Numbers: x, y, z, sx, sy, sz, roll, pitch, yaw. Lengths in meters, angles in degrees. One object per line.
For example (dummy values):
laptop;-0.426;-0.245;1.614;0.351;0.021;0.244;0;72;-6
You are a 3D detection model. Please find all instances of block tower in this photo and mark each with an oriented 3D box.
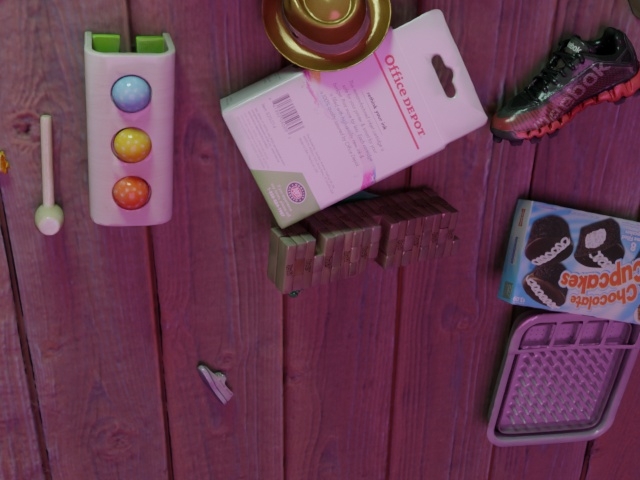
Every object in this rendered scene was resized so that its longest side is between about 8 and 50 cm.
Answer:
block tower;0.072;-0.005;1.598;0.336;0.091;0.097;-11;124;-28

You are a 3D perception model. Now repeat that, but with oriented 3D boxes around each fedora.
fedora;0.004;-0.336;1.383;0.194;0.194;0.079;-25;167;1

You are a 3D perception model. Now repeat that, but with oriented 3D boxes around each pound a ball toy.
pound a ball toy;-0.320;-0.138;1.445;0.208;0.135;0.319;-2;121;-14

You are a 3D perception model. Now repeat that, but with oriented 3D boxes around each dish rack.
dish rack;0.474;0.260;1.947;0.286;0.072;0.332;-1;121;-15

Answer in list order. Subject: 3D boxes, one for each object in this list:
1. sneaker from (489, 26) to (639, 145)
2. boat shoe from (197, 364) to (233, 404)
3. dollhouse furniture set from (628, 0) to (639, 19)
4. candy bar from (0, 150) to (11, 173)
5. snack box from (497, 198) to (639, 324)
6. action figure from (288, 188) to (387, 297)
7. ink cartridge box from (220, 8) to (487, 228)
sneaker;0.391;-0.255;1.586;0.276;0.097;0.135;-26;125;-1
boat shoe;-0.190;0.257;1.793;0.035;0.035;0.100;-43;122;-20
dollhouse furniture set;0.606;-0.521;1.381;0.362;0.256;0.394;-31;124;5
candy bar;-0.549;-0.107;1.473;0.162;0.018;0.040;-9;123;-9
snack box;0.488;0.043;1.781;0.322;0.060;0.187;9;94;-20
action figure;0.000;0.000;1.661;0.137;0.063;0.232;21;110;-27
ink cartridge box;0.049;-0.195;1.493;0.354;0.119;0.207;-26;108;2
